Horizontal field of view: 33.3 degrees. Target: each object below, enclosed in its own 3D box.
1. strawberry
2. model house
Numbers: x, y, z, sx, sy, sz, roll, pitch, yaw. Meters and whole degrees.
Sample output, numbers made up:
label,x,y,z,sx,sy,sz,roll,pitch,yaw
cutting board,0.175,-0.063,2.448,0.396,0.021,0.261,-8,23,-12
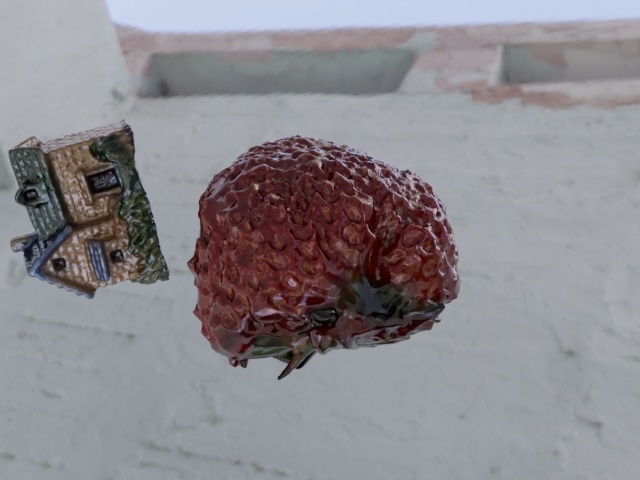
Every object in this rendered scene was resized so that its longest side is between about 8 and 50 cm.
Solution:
label,x,y,z,sx,sy,sz,roll,pitch,yaw
strawberry,-0.003,0.001,1.035,0.261,0.257,0.261,-8,171,-1
model house,-0.283,-0.032,1.244,0.172,0.183,0.166,-14,-164,-10
